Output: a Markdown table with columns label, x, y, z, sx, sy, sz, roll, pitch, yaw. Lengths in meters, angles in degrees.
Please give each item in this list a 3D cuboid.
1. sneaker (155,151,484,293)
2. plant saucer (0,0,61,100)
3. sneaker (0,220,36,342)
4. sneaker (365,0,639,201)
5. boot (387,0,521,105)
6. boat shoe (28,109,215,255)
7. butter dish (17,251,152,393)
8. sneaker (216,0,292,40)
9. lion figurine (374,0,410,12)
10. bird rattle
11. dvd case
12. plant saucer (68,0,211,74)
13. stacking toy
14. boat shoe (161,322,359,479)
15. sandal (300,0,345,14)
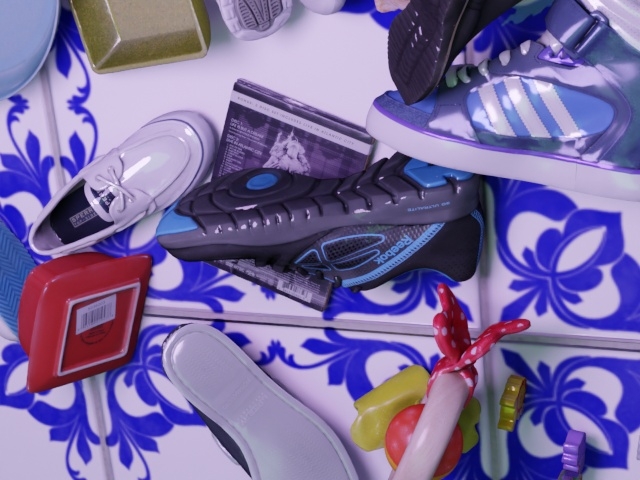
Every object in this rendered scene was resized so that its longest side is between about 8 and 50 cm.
| label | x | y | z | sx | sy | sz | roll | pitch | yaw |
| --- | --- | --- | --- | --- | --- | --- | --- | --- | --- |
| sneaker | 0.000 | 0.000 | 1.548 | 0.341 | 0.125 | 0.139 | -5 | 122 | 11 |
| plant saucer | -0.400 | -0.305 | 1.639 | 0.318 | 0.044 | 0.317 | 13 | 118 | 26 |
| sneaker | -0.412 | 0.025 | 1.786 | 0.092 | 0.087 | 0.228 | -34 | 88 | 37 |
| sneaker | 0.210 | -0.179 | 1.421 | 0.323 | 0.130 | 0.236 | 14 | 107 | 21 |
| boot | 0.145 | -0.204 | 1.360 | 0.076 | 0.137 | 0.198 | 62 | 155 | 20 |
| boat shoe | -0.222 | -0.051 | 1.663 | 0.258 | 0.084 | 0.095 | -37 | 91 | 32 |
| butter dish | -0.290 | 0.073 | 1.729 | 0.118 | 0.160 | 0.159 | 35 | 124 | 33 |
| sneaker | -0.101 | -0.310 | 1.472 | 0.115 | 0.090 | 0.232 | 50 | 158 | 45 |
| lion figurine | 0.123 | -0.410 | 1.362 | 0.240 | 0.142 | 0.392 | -3 | 96 | 32 |
| bird rattle | 0.125 | 0.183 | 1.546 | 0.143 | 0.207 | 0.253 | 27 | 144 | -5 |
| dvd case | -0.042 | -0.047 | 1.632 | 0.165 | 0.018 | 0.221 | 23 | 119 | 13 |
| plant saucer | -0.192 | -0.275 | 1.560 | 0.188 | 0.045 | 0.188 | -2 | 112 | 44 |
| stacking toy | 0.269 | 0.261 | 1.617 | 0.167 | 0.052 | 0.221 | 12 | 117 | 20 |
| boat shoe | -0.062 | 0.211 | 1.711 | 0.114 | 0.091 | 0.302 | -37 | 93 | -5 |
| sandal | -0.020 | -0.415 | 1.414 | 0.102 | 0.169 | 0.416 | -22 | 113 | -14 |
